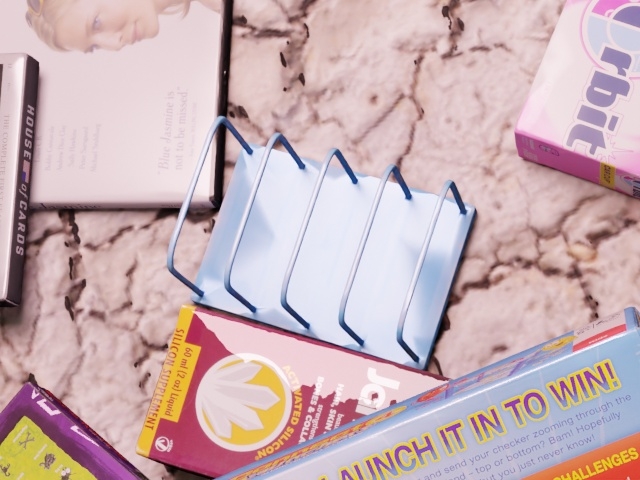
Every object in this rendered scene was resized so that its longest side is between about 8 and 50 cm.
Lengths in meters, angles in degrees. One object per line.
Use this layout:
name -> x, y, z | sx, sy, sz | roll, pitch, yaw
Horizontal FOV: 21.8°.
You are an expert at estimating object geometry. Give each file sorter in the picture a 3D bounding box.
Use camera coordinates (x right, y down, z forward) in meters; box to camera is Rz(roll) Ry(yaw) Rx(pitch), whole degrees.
file sorter -> 0.000, 0.000, 1.089 | 0.170, 0.104, 0.118 | 16, 81, 14

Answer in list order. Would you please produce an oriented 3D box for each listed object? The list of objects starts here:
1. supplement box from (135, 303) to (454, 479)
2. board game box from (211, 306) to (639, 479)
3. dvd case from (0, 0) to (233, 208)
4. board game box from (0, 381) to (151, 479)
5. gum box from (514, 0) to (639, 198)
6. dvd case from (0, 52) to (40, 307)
supplement box -> -0.010, 0.119, 1.074 | 0.188, 0.081, 0.104 | 14, 80, 13
board game box -> 0.103, 0.237, 0.961 | 0.308, 0.086, 0.302 | -23, 91, 11
dvd case -> -0.190, -0.111, 1.194 | 0.253, 0.022, 0.180 | 0, 77, 11
board game box -> -0.226, 0.291, 1.095 | 0.208, 0.056, 0.347 | 39, 87, 21
gum box -> 0.213, -0.130, 1.099 | 0.107, 0.062, 0.188 | 21, 81, 14
dvd case -> -0.319, -0.041, 1.177 | 0.239, 0.029, 0.179 | -1, 78, 16
